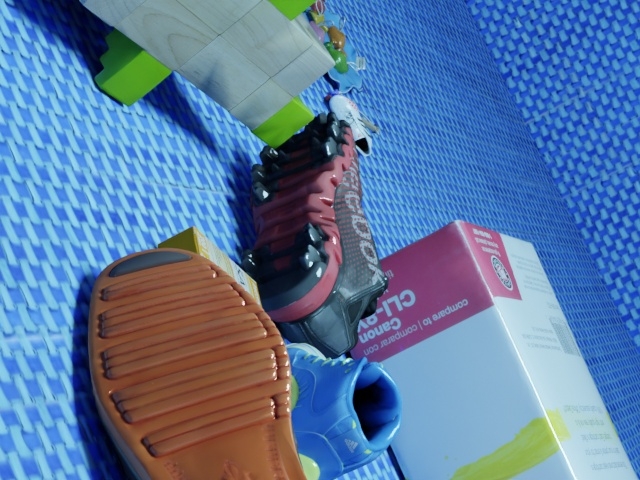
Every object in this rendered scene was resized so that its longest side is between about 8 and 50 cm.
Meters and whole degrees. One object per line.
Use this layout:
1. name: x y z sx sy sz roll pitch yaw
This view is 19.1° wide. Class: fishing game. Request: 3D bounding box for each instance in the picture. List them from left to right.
1. fishing game: 0.009 -0.256 2.291 0.189 0.041 0.264 30 35 -59

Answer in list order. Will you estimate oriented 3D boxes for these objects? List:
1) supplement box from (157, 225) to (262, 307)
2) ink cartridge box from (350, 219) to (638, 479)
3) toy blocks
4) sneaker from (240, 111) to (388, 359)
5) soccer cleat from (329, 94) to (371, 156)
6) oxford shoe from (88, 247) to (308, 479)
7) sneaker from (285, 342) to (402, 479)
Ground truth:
1. supplement box: -0.082 0.041 1.472 0.098 0.036 0.062 45 23 -50
2. ink cartridge box: 0.183 0.194 1.850 0.385 0.160 0.279 66 16 14
3. toy blocks: -0.142 -0.260 1.589 0.261 0.190 0.381 58 11 29
4. sneaker: 0.000 0.000 1.675 0.135 0.097 0.276 56 24 -32
5. soccer cleat: 0.036 -0.132 2.186 0.083 0.029 0.036 58 11 -33
6. oxford shoe: -0.069 0.158 1.228 0.133 0.130 0.364 94 -21 -47
7. sneaker: 0.013 0.130 1.459 0.091 0.126 0.240 58 16 -17
